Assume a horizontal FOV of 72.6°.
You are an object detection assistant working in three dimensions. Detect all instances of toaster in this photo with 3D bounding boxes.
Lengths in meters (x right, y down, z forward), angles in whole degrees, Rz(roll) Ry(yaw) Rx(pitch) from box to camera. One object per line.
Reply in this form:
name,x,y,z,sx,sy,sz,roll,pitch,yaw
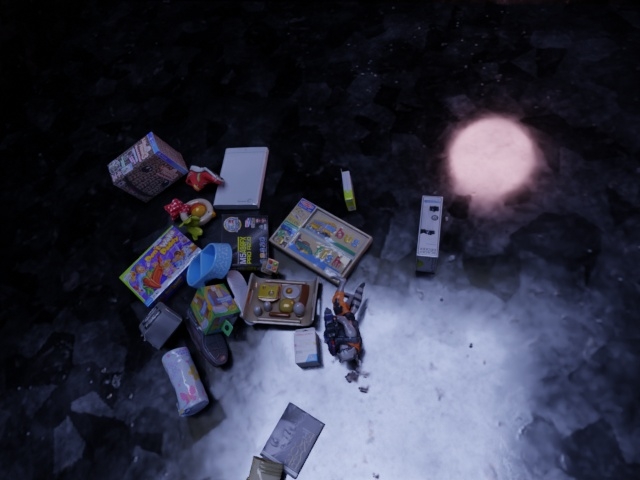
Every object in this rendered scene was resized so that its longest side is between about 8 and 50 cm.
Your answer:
toaster,-0.686,0.362,1.885,0.185,0.110,0.168,-53,26,-16

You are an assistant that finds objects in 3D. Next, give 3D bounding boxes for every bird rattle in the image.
bird rattle,-0.637,-0.129,2.175,0.207,0.143,0.253,-30,49,-18

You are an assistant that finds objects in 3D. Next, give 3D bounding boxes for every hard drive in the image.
hard drive,-0.405,-0.324,2.244,0.233,0.047,0.353,1,65,11

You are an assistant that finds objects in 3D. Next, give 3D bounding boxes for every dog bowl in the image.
dog bowl,-0.501,0.114,1.934,0.297,0.074,0.166,-35,51,37

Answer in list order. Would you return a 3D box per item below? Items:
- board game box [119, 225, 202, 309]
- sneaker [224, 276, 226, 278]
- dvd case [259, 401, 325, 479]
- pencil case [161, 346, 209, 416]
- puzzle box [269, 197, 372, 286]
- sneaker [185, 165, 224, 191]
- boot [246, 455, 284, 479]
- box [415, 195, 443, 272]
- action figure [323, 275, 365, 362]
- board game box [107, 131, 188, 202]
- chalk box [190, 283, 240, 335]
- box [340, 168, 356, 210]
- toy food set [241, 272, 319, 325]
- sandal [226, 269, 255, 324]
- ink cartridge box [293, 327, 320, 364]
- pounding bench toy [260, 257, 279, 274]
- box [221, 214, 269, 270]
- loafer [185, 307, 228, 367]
board game box,-0.741,0.127,2.064,0.233,0.078,0.347,35,75,23
sneaker,-0.428,0.095,2.043,0.071,0.066,0.188,10,66,-8
dvd case,-0.108,0.763,1.671,0.164,0.018,0.221,25,71,20
pencil case,-0.559,0.578,1.792,0.124,0.113,0.273,-38,62,13
puzzle box,0.000,0.000,2.008,0.409,0.052,0.272,30,72,22
sneaker,-0.593,-0.302,2.218,0.279,0.107,0.118,15,76,46
boot,-0.271,0.892,1.584,0.262,0.095,0.203,5,71,8
box,0.466,-0.027,1.872,0.087,0.169,0.290,5,66,13
action figure,0.097,0.303,1.691,0.179,0.341,0.330,-2,60,2
board game box,-0.871,-0.365,2.211,0.291,0.232,0.141,-34,63,8
chalk box,-0.442,0.311,1.861,0.213,0.132,0.132,52,127,29
box,0.133,-0.243,2.071,0.042,0.109,0.178,-10,63,10
toy food set,-0.168,0.241,1.862,0.306,0.092,0.219,3,53,5
sandal,-0.347,0.256,1.927,0.102,0.076,0.265,-13,67,-41
ink cartridge box,-0.055,0.435,1.782,0.092,0.090,0.143,-8,62,6
pounding bench toy,-0.211,0.121,1.934,0.083,0.065,0.052,24,64,-24
box,-0.351,0.009,2.026,0.216,0.060,0.270,1,62,-11
loafer,-0.496,0.425,1.878,0.302,0.109,0.095,52,124,27
